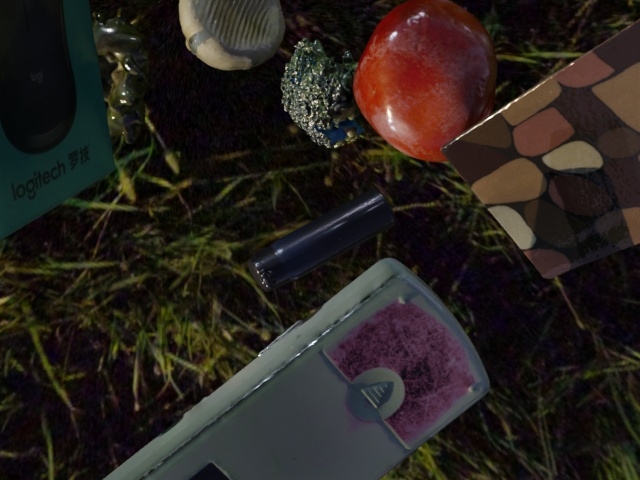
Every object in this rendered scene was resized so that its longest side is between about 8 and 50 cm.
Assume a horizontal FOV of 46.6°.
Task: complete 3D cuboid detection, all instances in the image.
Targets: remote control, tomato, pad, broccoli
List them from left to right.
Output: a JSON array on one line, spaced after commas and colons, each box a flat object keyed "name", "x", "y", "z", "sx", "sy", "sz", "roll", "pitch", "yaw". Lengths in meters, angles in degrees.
[{"name": "remote control", "x": -0.030, "y": 0.165, "z": 0.588, "sx": 0.344, "sy": 0.050, "sz": 0.145, "roll": -38, "pitch": 113, "yaw": -1}, {"name": "broccoli", "x": 0.027, "y": -0.201, "z": 0.982, "sx": 0.160, "sy": 0.155, "sz": 0.167, "roll": -14, "pitch": 154, "yaw": 3}, {"name": "tomato", "x": 0.123, "y": -0.182, "z": 0.862, "sx": 0.151, "sy": 0.187, "sz": 0.187, "roll": -10, "pitch": 112, "yaw": -30}, {"name": "pad", "x": 0.220, "y": -0.063, "z": 0.573, "sx": 0.158, "sy": 0.003, "sz": 0.235, "roll": 49, "pitch": 138, "yaw": -9}]

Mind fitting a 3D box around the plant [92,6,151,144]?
[{"name": "plant", "x": -0.363, "y": -0.295, "z": 1.244, "sx": 0.180, "sy": 0.333, "sz": 0.251, "roll": 17, "pitch": 115, "yaw": -16}]

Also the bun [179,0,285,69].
[{"name": "bun", "x": -0.180, "y": -0.424, "z": 1.447, "sx": 0.231, "sy": 0.133, "sz": 0.231, "roll": 11, "pitch": 69, "yaw": -31}]

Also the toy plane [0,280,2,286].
[{"name": "toy plane", "x": -0.492, "y": 0.047, "z": 1.081, "sx": 0.077, "sy": 0.024, "sz": 0.084, "roll": -7, "pitch": 138, "yaw": 19}]

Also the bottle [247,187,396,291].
[{"name": "bottle", "x": 0.000, "y": 0.000, "z": 1.200, "sx": 0.244, "sy": 0.082, "sz": 0.072, "roll": -29, "pitch": 114, "yaw": -9}]

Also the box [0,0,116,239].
[{"name": "box", "x": -0.278, "y": -0.169, "z": 0.585, "sx": 0.118, "sy": 0.205, "sz": 0.311, "roll": 4, "pitch": 114, "yaw": 13}]

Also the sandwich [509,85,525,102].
[{"name": "sandwich", "x": 0.288, "y": -0.086, "z": 0.894, "sx": 0.079, "sy": 0.159, "sz": 0.235, "roll": -20, "pitch": 134, "yaw": 10}]
